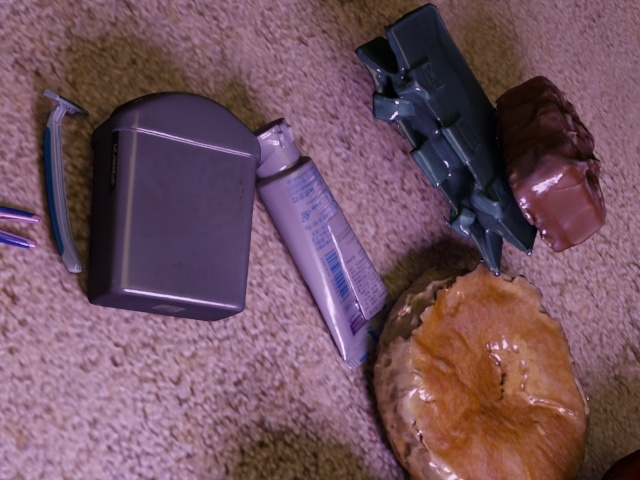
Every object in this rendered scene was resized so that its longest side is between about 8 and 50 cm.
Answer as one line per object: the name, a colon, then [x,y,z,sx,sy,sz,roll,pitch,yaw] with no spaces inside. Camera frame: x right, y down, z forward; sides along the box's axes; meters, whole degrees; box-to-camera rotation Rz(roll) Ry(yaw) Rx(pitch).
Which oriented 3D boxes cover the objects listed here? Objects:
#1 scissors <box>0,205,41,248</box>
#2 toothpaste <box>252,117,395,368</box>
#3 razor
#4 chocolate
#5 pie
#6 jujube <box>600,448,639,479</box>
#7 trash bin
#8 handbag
scissors: [-0.338,-0.021,1.058,0.113,0.012,0.039,16,66,-28]
toothpaste: [0.000,0.000,1.249,0.114,0.073,0.299,-39,107,-40]
razor: [-0.270,-0.059,1.102,0.068,0.037,0.191,27,56,-71]
chocolate: [0.297,-0.100,1.336,0.148,0.093,0.214,42,31,-34]
pie: [0.208,0.188,1.307,0.339,0.083,0.340,10,71,-32]
jujube: [0.436,0.392,1.266,0.377,0.276,0.277,-15,83,-63]
trash bin: [-0.159,-0.041,1.134,0.176,0.101,0.236,12,71,-32]
handbag: [0.168,-0.131,1.329,0.326,0.089,0.238,59,23,-6]
